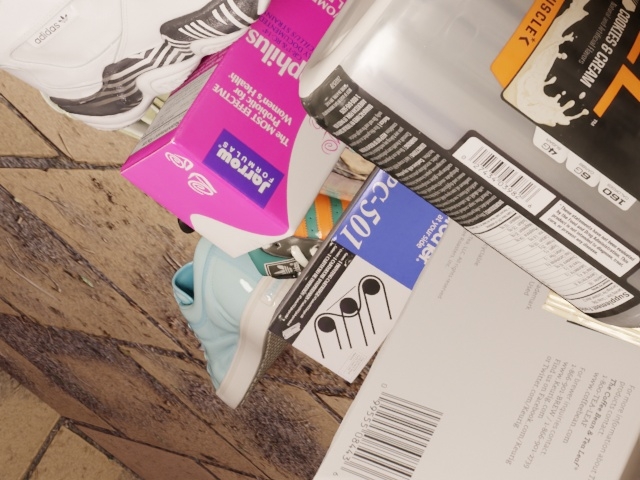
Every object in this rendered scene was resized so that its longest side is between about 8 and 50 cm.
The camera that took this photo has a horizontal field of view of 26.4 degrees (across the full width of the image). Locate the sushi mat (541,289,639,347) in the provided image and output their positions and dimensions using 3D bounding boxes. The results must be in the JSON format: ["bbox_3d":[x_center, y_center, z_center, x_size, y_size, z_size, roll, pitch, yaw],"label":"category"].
[{"bbox_3d":[0.325,0.034,0.957,0.316,0.151,0.019,21,-178,21],"label":"sushi mat"}]

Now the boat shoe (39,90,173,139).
[{"bbox_3d":[-0.222,-0.163,1.303,0.302,0.094,0.109,18,155,29],"label":"boat shoe"}]

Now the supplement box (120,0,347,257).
[{"bbox_3d":[-0.032,-0.111,0.998,0.111,0.220,0.114,37,158,-17],"label":"supplement box"}]

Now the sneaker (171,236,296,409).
[{"bbox_3d":[-0.109,0.084,1.679,0.150,0.135,0.366,36,151,8],"label":"sneaker"}]

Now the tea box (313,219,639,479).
[{"bbox_3d":[0.194,0.160,1.150,0.220,0.329,0.323,18,155,28],"label":"tea box"}]

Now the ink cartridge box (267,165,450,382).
[{"bbox_3d":[0.046,0.024,1.254,0.097,0.207,0.046,33,-157,-5],"label":"ink cartridge box"}]

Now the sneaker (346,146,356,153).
[{"bbox_3d":[0.006,-0.105,1.219,0.098,0.038,0.069,43,159,-5],"label":"sneaker"}]

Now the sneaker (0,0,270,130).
[{"bbox_3d":[-0.159,-0.204,0.924,0.210,0.137,0.366,20,150,-26],"label":"sneaker"}]

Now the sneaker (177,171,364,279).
[{"bbox_3d":[0.000,0.000,1.335,0.302,0.121,0.108,23,158,18],"label":"sneaker"}]

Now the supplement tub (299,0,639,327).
[{"bbox_3d":[0.161,-0.075,0.865,0.316,0.194,0.193,34,158,-11],"label":"supplement tub"}]
